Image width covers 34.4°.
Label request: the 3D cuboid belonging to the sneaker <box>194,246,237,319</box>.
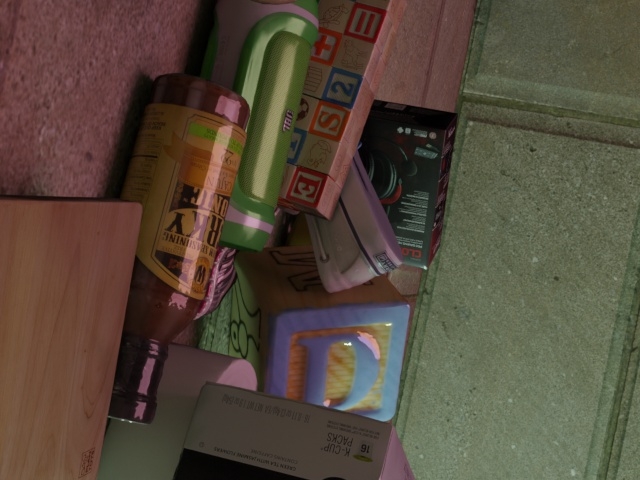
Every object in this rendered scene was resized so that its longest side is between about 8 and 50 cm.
[{"bbox_3d":[-0.130,0.018,1.268,0.075,0.063,0.170,37,70,-75],"label":"sneaker"}]

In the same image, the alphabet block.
[{"bbox_3d":[-0.009,0.129,1.423,0.197,0.193,0.192,-127,-140,-58],"label":"alphabet block"}]

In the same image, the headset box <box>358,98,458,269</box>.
[{"bbox_3d":[0.112,-0.091,1.830,0.110,0.218,0.293,-51,150,-60],"label":"headset box"}]

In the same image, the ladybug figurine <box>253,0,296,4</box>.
[{"bbox_3d":[-0.089,-0.394,0.824,0.449,0.162,0.305,74,32,-50],"label":"ladybug figurine"}]

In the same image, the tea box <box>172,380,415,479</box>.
[{"bbox_3d":[-0.041,0.368,1.155,0.329,0.220,0.323,69,34,-66],"label":"tea box"}]

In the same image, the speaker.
[{"bbox_3d":[-0.087,-0.142,1.177,0.131,0.131,0.296,31,71,-76],"label":"speaker"}]

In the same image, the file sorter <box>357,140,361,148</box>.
[{"bbox_3d":[0.004,-0.147,1.589,0.118,0.104,0.170,-47,147,-64],"label":"file sorter"}]

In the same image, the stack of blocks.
[{"bbox_3d":[-0.024,-0.194,1.284,0.087,0.171,0.297,36,73,-75],"label":"stack of blocks"}]

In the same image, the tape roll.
[{"bbox_3d":[-0.168,0.271,1.244,0.286,0.100,0.286,11,90,-77],"label":"tape roll"}]

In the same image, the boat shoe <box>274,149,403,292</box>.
[{"bbox_3d":[-0.022,-0.083,1.403,0.136,0.156,0.367,41,23,-59],"label":"boat shoe"}]

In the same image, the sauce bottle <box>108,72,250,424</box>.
[{"bbox_3d":[-0.159,0.009,1.039,0.111,0.111,0.344,41,61,-75],"label":"sauce bottle"}]

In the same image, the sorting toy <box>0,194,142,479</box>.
[{"bbox_3d":[-0.247,0.088,0.785,0.255,0.089,0.257,-6,107,-76],"label":"sorting toy"}]

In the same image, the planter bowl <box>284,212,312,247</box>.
[{"bbox_3d":[0.000,0.000,1.683,0.217,0.090,0.217,-63,172,-16],"label":"planter bowl"}]
